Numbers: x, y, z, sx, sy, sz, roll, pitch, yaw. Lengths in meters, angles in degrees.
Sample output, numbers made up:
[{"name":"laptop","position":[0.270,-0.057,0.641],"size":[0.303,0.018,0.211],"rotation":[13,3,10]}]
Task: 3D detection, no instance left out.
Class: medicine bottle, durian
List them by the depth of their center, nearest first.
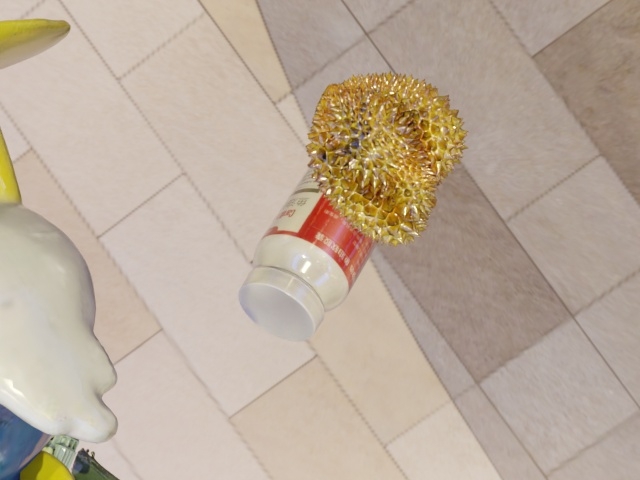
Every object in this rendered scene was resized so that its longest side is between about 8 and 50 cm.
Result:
[{"name":"durian","position":[0.063,-0.088,1.021],"size":[0.168,0.137,0.158],"rotation":[45,63,-19]},{"name":"medicine bottle","position":[0.000,0.000,1.328],"size":[0.131,0.131,0.250],"rotation":[30,55,3]}]

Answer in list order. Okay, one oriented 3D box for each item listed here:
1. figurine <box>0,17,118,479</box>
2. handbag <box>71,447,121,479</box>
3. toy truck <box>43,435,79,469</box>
[{"name":"figurine","position":[-0.185,0.092,0.469],"size":[0.283,0.204,0.338],"rotation":[-9,101,49]},{"name":"handbag","position":[-0.202,0.388,1.255],"size":[0.260,0.248,0.079],"rotation":[30,59,28]},{"name":"toy truck","position":[-0.304,0.216,1.078],"size":[0.077,0.100,0.169],"rotation":[6,65,39]}]
